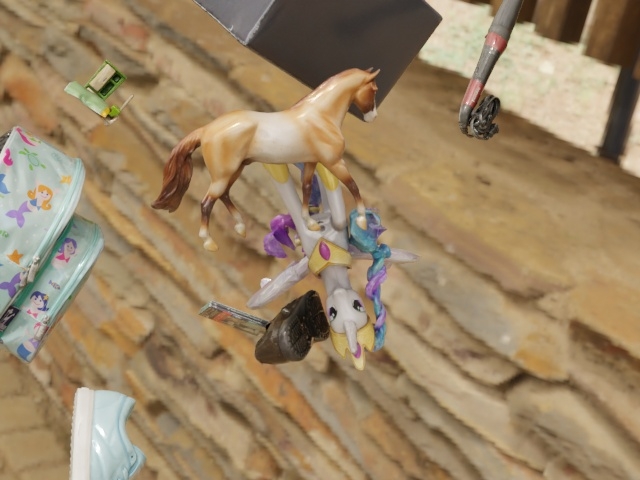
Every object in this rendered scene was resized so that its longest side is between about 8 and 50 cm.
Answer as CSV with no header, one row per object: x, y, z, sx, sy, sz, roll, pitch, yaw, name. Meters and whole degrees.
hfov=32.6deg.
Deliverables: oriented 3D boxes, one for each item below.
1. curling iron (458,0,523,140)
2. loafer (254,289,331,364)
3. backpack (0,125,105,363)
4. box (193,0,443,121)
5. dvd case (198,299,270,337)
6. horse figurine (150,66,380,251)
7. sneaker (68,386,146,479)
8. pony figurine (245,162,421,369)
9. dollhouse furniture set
0.226,-0.244,1.394,0.035,0.274,0.068,5,-25,32,curling iron
-0.046,0.129,1.627,0.078,0.080,0.220,-18,3,18,loafer
-0.354,0.004,1.239,0.191,0.253,0.225,24,2,-17,backpack
-0.050,-0.331,1.367,0.294,0.182,0.296,44,11,30,box
-0.127,0.126,1.722,0.120,0.013,0.087,22,-18,-11,dvd case
-0.054,-0.086,1.177,0.263,0.174,0.066,-7,18,-9,horse figurine
-0.415,0.459,2.140,0.150,0.135,0.365,4,62,-14,sneaker
0.000,0.000,1.698,0.303,0.363,0.351,-18,7,0,pony figurine
-0.288,-0.201,1.454,0.076,0.058,0.151,41,3,-14,dollhouse furniture set
